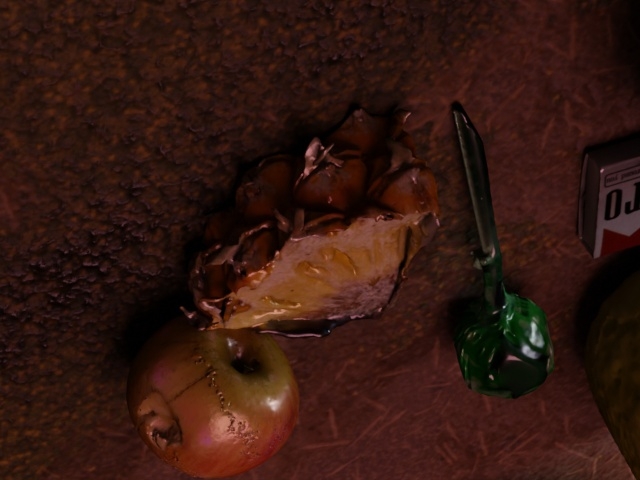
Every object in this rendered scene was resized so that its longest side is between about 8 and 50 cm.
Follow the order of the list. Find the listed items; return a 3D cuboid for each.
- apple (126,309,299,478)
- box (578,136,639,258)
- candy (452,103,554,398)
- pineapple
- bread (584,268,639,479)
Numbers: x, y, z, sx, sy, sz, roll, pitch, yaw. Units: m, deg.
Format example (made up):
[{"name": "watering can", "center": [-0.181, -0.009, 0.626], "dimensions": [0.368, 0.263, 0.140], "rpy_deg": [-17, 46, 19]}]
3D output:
[{"name": "apple", "center": [-0.091, 0.131, 1.485], "dimensions": [0.146, 0.146, 0.146], "rpy_deg": [-14, 137, -14]}, {"name": "box", "center": [0.318, -0.055, 1.584], "dimensions": [0.177, 0.036, 0.115], "rpy_deg": [-16, 137, -12]}, {"name": "candy", "center": [0.145, 0.010, 1.544], "dimensions": [0.097, 0.097, 0.323], "rpy_deg": [-20, 130, -8]}, {"name": "pineapple", "center": [0.000, 0.000, 1.440], "dimensions": [0.236, 0.114, 0.186], "rpy_deg": [-32, 140, 21]}, {"name": "bread", "center": [0.438, 0.147, 1.644], "dimensions": [0.348, 0.308, 0.348], "rpy_deg": [-15, 135, -15]}]
